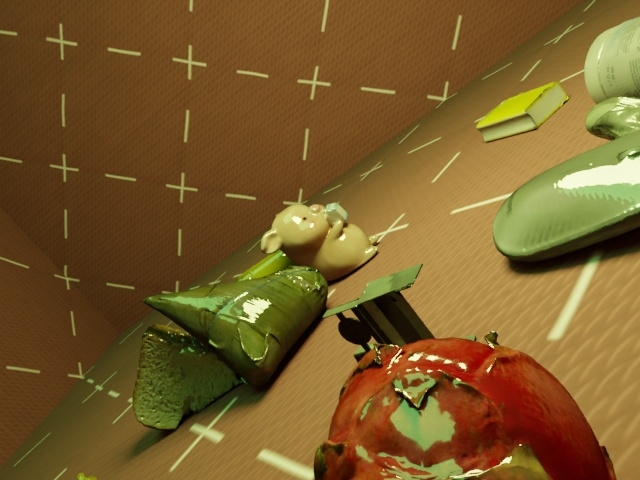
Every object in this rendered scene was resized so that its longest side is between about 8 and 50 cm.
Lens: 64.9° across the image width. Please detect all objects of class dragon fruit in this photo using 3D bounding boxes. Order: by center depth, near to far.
[{"bbox_3d":[0.105,0.196,0.391,0.241,0.240,0.252,-35,-2,13],"label":"dragon fruit"}]

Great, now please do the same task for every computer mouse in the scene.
[{"bbox_3d":[0.400,-0.075,0.762,0.331,0.095,0.197,-33,24,49],"label":"computer mouse"}]

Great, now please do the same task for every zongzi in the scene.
[{"bbox_3d":[-0.190,0.138,1.201,0.323,0.361,0.159,-44,-31,-45],"label":"zongzi"}]

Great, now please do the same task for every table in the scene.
[{"bbox_3d":[0.115,0.130,0.759,0.175,0.146,0.062,-26,18,41],"label":"table"}]

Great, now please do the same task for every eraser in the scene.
[{"bbox_3d":[0.577,-0.370,1.456,0.158,0.069,0.226,-43,14,-14],"label":"eraser"}]

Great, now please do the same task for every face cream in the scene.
[{"bbox_3d":[0.624,-0.334,0.947,0.177,0.177,0.153,-39,14,-7],"label":"face cream"}]

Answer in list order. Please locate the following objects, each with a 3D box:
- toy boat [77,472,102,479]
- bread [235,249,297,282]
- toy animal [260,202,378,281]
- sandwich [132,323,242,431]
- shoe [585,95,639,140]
[{"bbox_3d":[-0.479,0.565,0.972,0.141,0.099,0.318,-35,10,-4],"label":"toy boat"},{"bbox_3d":[-0.099,0.081,1.598,0.384,0.112,0.166,-36,-15,-10],"label":"bread"},{"bbox_3d":[-0.002,-0.004,1.378,0.213,0.256,0.195,-44,10,27],"label":"toy animal"},{"bbox_3d":[-0.308,0.347,1.231,0.099,0.289,0.253,-76,-5,-80],"label":"sandwich"},{"bbox_3d":[0.536,-0.182,0.831,0.098,0.103,0.275,-57,11,4],"label":"shoe"}]
